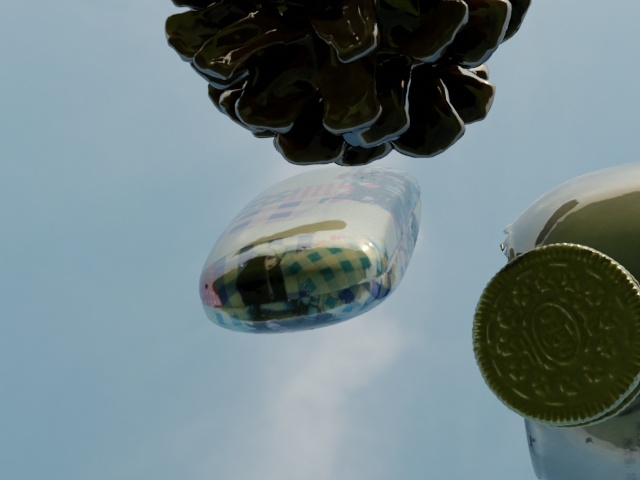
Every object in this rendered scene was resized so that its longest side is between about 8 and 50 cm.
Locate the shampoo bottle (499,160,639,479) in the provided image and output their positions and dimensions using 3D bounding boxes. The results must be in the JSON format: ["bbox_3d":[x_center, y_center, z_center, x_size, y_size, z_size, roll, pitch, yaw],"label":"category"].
[{"bbox_3d":[0.284,0.071,1.219,0.266,0.273,0.273,-9,-112,10],"label":"shampoo bottle"}]

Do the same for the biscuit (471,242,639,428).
[{"bbox_3d":[0.110,0.043,0.717,0.084,0.023,0.084,-4,-102,21],"label":"biscuit"}]

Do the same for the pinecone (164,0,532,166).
[{"bbox_3d":[0.013,-0.145,0.919,0.202,0.201,0.229,-34,-137,11],"label":"pinecone"}]

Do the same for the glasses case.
[{"bbox_3d":[0.000,0.000,1.117,0.125,0.327,0.076,-7,-78,10],"label":"glasses case"}]
